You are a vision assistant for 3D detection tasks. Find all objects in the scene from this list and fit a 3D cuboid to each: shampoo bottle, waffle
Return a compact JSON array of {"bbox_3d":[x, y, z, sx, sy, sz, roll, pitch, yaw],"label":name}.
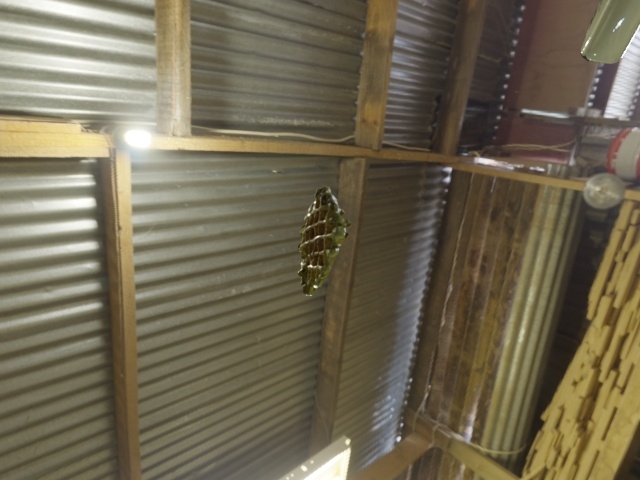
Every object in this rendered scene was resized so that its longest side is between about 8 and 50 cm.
[{"bbox_3d":[0.459,-0.400,0.582,0.153,0.071,0.284,-59,-19,-18],"label":"shampoo bottle"},{"bbox_3d":[0.000,0.000,1.302,0.073,0.317,0.297,10,-56,-20],"label":"waffle"}]
